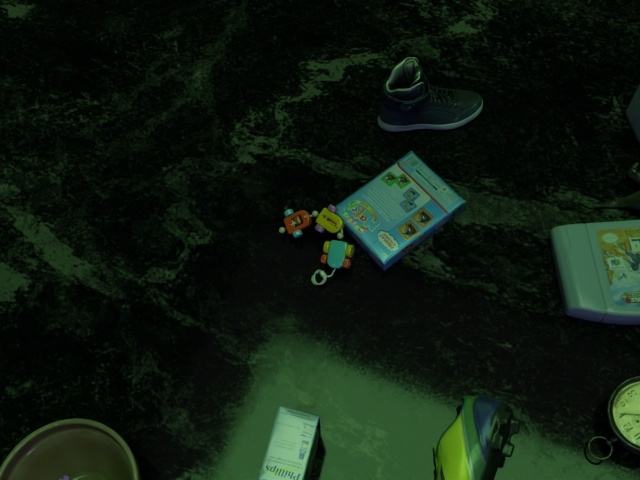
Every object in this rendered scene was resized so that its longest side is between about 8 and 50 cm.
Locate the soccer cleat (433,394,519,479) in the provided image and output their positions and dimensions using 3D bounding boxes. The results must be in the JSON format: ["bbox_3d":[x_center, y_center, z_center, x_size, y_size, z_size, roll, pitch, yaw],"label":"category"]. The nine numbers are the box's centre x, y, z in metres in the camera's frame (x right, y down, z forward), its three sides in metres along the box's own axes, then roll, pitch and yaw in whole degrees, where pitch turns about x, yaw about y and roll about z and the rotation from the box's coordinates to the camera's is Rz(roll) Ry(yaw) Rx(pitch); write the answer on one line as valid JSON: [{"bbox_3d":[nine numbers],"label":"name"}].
[{"bbox_3d":[0.227,0.389,1.240,0.121,0.093,0.289,9,63,42],"label":"soccer cleat"}]

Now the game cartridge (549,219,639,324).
[{"bbox_3d":[0.592,0.057,1.403,0.297,0.062,0.198,-4,58,1],"label":"game cartridge"}]

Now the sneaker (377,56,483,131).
[{"bbox_3d":[0.233,-0.303,1.552,0.226,0.163,0.086,-10,60,-4],"label":"sneaker"}]

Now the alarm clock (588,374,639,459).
[{"bbox_3d":[0.531,0.304,1.262,0.192,0.064,0.129,-32,58,0],"label":"alarm clock"}]

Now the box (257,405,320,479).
[{"bbox_3d":[-0.049,0.357,1.234,0.072,0.126,0.137,13,64,8],"label":"box"}]

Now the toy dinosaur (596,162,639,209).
[{"bbox_3d":[0.694,-0.112,1.450,0.313,0.121,0.160,-12,49,-8],"label":"toy dinosaur"}]

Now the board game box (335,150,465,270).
[{"bbox_3d":[0.154,-0.062,1.496,0.211,0.039,0.160,-36,66,-15],"label":"board game box"}]

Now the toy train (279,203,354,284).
[{"bbox_3d":[0.000,0.000,1.472,0.125,0.046,0.166,-31,73,16],"label":"toy train"}]

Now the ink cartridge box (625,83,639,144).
[{"bbox_3d":[0.788,-0.294,1.487,0.289,0.211,0.122,-10,61,-2],"label":"ink cartridge box"}]

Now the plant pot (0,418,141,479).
[{"bbox_3d":[-0.400,0.420,1.229,0.237,0.110,0.237,-1,61,2],"label":"plant pot"}]
